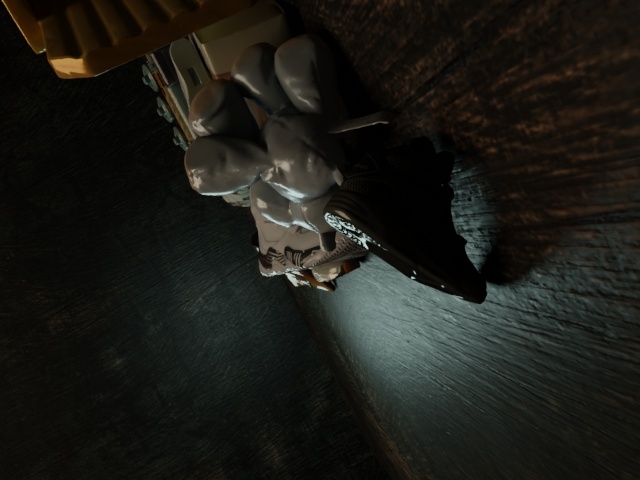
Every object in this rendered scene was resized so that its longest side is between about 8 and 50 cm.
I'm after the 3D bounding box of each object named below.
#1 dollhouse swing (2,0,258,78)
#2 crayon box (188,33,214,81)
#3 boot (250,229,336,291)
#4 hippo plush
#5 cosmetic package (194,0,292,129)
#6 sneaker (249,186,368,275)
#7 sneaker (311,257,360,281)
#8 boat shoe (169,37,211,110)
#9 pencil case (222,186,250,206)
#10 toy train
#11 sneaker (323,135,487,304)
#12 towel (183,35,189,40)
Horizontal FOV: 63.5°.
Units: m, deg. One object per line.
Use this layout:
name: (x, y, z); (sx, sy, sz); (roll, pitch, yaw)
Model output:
dollhouse swing: (-0.280, -0.423, 0.672); (0.305, 0.346, 0.315); (47, 162, 58)
crayon box: (-0.252, -0.423, 1.303); (0.202, 0.081, 0.318); (64, 169, -7)
boot: (-0.029, 0.083, 1.425); (0.263, 0.096, 0.280); (3, 150, 31)
hippo plush: (-0.016, -0.125, 0.729); (0.293, 0.235, 0.236); (10, 165, 23)
cosmetic package: (-0.088, -0.221, 0.846); (0.153, 0.129, 0.296); (-117, 6, -51)
sneaker: (-0.037, -0.052, 0.978); (0.365, 0.137, 0.211); (-17, 86, 60)
sneaker: (0.000, 0.000, 1.137); (0.262, 0.099, 0.121); (38, 149, 64)
boat shoe: (-0.288, -0.362, 1.227); (0.081, 0.079, 0.228); (-120, 10, -72)
pencil case: (-0.280, -0.243, 1.703); (0.184, 0.159, 0.410); (49, 169, 6)
toy train: (-0.355, -0.372, 1.368); (0.190, 0.142, 0.334); (20, 138, 61)
sneaker: (0.118, -0.022, 0.541); (0.227, 0.130, 0.087); (35, 170, -27)
towel: (-0.363, -0.472, 1.554); (0.209, 0.034, 0.285); (-75, -28, -71)
